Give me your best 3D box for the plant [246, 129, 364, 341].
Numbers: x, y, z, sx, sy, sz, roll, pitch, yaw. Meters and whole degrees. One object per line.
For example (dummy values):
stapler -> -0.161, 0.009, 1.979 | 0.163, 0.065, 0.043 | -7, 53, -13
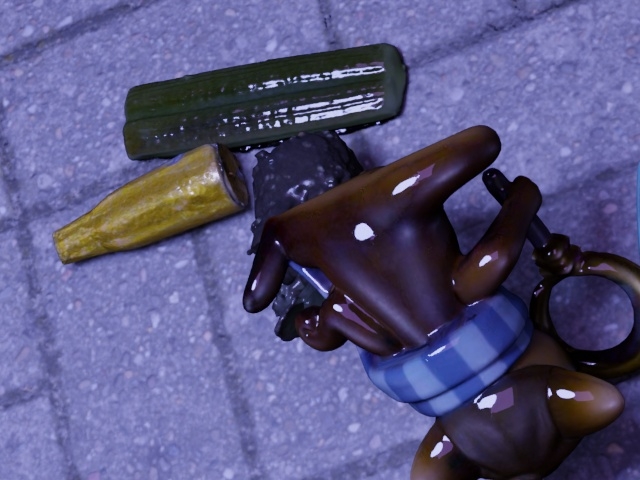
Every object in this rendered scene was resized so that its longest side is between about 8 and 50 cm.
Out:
plant -> 0.000, 0.000, 1.790 | 0.142, 0.131, 0.203 | -23, 66, 9

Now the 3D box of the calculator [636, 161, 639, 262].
calculator -> 0.426, 0.088, 1.598 | 0.256, 0.054, 0.386 | -12, 69, -5

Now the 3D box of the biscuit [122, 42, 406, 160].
biscuit -> -0.065, -0.148, 1.918 | 0.322, 0.038, 0.099 | -8, 67, 19

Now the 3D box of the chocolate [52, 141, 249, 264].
chocolate -> -0.186, -0.030, 1.904 | 0.219, 0.085, 0.086 | -23, 66, 14

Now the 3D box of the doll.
doll -> 0.126, 0.062, 1.642 | 0.318, 0.209, 0.340 | -36, 87, 8
